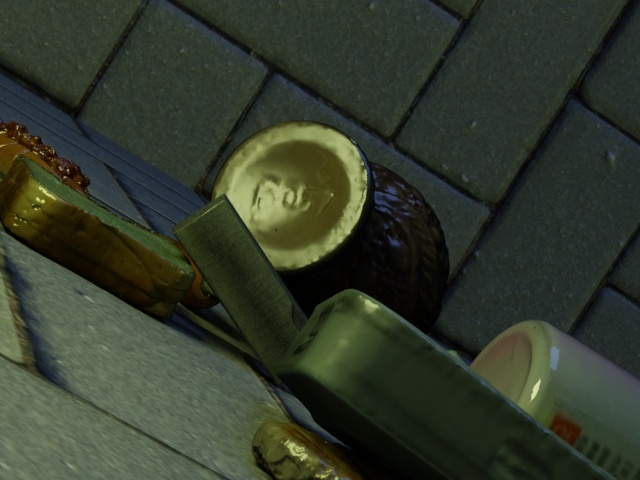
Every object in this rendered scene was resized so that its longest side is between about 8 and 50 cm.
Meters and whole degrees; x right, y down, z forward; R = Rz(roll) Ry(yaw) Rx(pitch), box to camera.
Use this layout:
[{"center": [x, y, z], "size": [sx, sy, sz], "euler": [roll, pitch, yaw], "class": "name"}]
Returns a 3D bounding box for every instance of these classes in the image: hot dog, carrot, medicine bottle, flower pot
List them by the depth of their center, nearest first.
[{"center": [0.337, 0.270, 1.919], "size": [0.388, 0.219, 0.219], "euler": [31, 3, -16], "class": "medicine bottle"}, {"center": [0.000, 0.000, 2.013], "size": [0.266, 0.267, 0.267], "euler": [34, -9, 28], "class": "flower pot"}, {"center": [-0.355, -0.093, 2.028], "size": [0.249, 0.076, 0.102], "euler": [33, -1, 28], "class": "hot dog"}, {"center": [-0.183, 0.028, 2.102], "size": [0.069, 0.069, 0.336], "euler": [31, -3, -27], "class": "carrot"}]

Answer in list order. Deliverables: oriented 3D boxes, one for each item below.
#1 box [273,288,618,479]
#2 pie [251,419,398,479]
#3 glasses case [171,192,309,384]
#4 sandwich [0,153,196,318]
[{"center": [0.142, 0.201, 1.530], "size": [0.396, 0.111, 0.396], "euler": [37, -6, 0], "class": "box"}, {"center": [0.032, 0.208, 1.390], "size": [0.195, 0.046, 0.195], "euler": [31, 2, -1], "class": "pie"}, {"center": [-0.076, 0.054, 1.844], "size": [0.205, 0.070, 0.047], "euler": [57, 2, -12], "class": "glasses case"}, {"center": [-0.242, -0.004, 1.825], "size": [0.214, 0.065, 0.186], "euler": [31, 3, -18], "class": "sandwich"}]
